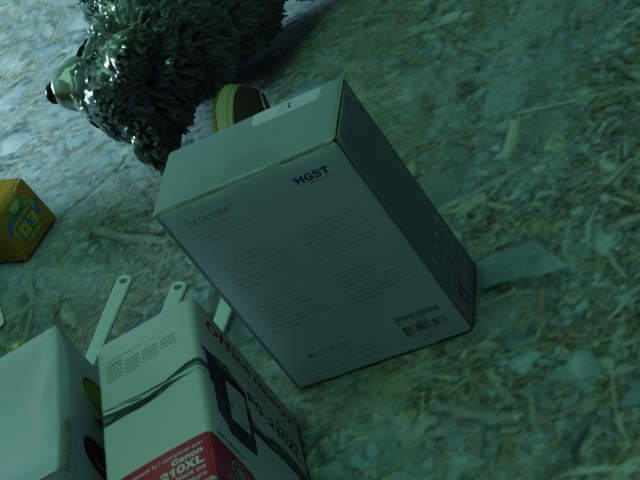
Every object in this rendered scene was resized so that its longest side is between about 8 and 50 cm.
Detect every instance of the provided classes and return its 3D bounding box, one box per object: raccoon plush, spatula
[{"bbox_3d":[-0.101,-0.267,1.905,0.446,0.216,0.299,-35,28,5],"label":"raccoon plush"},{"bbox_3d":[-0.168,0.112,1.641,0.168,0.019,0.242,-1,43,17],"label":"spatula"}]

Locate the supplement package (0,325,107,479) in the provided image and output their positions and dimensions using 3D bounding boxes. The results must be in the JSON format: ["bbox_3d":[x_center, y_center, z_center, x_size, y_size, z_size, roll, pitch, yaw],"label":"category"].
[{"bbox_3d":[-0.216,0.223,1.421,0.149,0.203,0.194,-31,33,11],"label":"supplement package"}]

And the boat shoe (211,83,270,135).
[{"bbox_3d":[-0.046,-0.065,1.733,0.123,0.123,0.342,-3,24,-2],"label":"boat shoe"}]

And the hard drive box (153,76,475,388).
[{"bbox_3d":[0.000,0.000,1.467,0.181,0.232,0.089,-21,36,24],"label":"hard drive box"}]

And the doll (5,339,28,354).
[{"bbox_3d":[-0.307,0.184,1.706,0.129,0.046,0.189,-25,39,2],"label":"doll"}]

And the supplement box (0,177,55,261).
[{"bbox_3d":[-0.428,-0.019,2.058,0.233,0.080,0.078,-5,45,43],"label":"supplement box"}]

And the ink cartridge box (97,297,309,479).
[{"bbox_3d":[-0.087,0.185,1.371,0.100,0.172,0.237,-31,32,10],"label":"ink cartridge box"}]

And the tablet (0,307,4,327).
[{"bbox_3d":[-0.385,0.089,1.942,0.054,0.006,0.083,-36,32,2],"label":"tablet"}]
